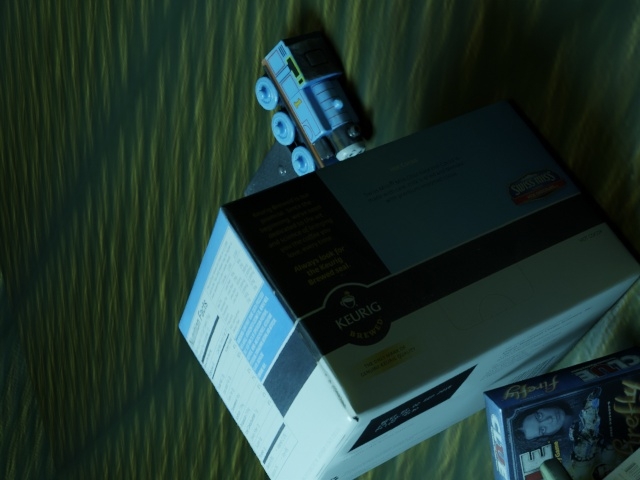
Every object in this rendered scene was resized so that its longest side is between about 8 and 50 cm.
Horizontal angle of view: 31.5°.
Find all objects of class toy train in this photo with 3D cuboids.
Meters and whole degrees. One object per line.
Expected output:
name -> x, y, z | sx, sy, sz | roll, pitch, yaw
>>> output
toy train -> -0.009, -0.156, 1.363 | 0.105, 0.080, 0.184 | -39, 76, 53

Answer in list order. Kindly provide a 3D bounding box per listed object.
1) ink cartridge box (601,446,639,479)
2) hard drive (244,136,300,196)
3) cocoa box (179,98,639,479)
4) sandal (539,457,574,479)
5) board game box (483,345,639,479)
ink cartridge box -> 0.328, 0.233, 1.036 | 0.092, 0.143, 0.090 | 44, 160, 34
hard drive -> 0.000, 0.000, 1.473 | 0.254, 0.054, 0.172 | 59, 149, 14
cocoa box -> 0.078, 0.055, 1.095 | 0.228, 0.347, 0.231 | 56, 149, 20
sandal -> 0.218, 0.349, 1.053 | 0.120, 0.086, 0.302 | -114, 20, -70
board game box -> 0.256, 0.240, 1.115 | 0.042, 0.165, 0.243 | -132, 29, -66
